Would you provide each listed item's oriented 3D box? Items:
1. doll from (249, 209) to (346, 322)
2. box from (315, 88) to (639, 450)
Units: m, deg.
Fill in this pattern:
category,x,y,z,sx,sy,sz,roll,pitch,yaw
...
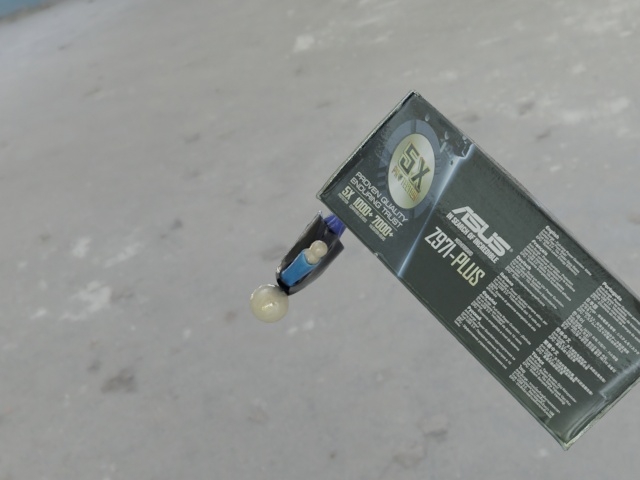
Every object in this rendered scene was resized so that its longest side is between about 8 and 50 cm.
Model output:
category,x,y,z,sx,sy,sz,roll,pitch,yaw
doll,0.000,0.000,1.018,0.189,0.046,0.129,-54,-1,-5
box,0.102,0.015,0.592,0.077,0.180,0.147,-47,-16,10
